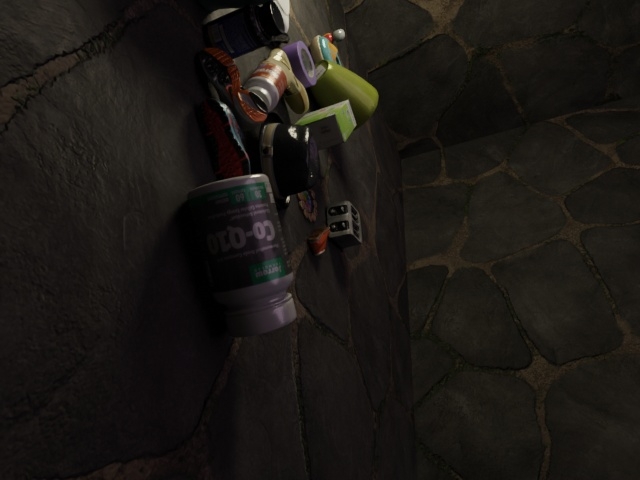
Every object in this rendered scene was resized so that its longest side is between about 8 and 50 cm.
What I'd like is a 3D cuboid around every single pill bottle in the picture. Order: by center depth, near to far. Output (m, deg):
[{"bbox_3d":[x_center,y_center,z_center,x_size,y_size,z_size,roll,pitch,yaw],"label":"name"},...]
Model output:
[{"bbox_3d":[-0.182,0.035,1.170,0.204,0.204,0.361,-23,99,-69],"label":"pill bottle"},{"bbox_3d":[-0.223,-0.624,1.429,0.123,0.219,0.122,-13,90,-70],"label":"pill bottle"},{"bbox_3d":[-0.188,-0.496,1.589,0.216,0.121,0.121,-77,148,-50],"label":"pill bottle"}]

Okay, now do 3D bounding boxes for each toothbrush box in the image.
[{"bbox_3d":[0.015,-0.467,1.987,0.283,0.206,0.122,-61,134,-60],"label":"toothbrush box"}]

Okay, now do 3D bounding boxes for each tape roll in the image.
[{"bbox_3d":[-0.090,-0.745,2.055,0.189,0.080,0.189,-12,90,-71],"label":"tape roll"}]

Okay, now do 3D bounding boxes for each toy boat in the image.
[{"bbox_3d":[0.051,-0.967,2.461,0.267,0.148,0.318,53,32,-48],"label":"toy boat"}]

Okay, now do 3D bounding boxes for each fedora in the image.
[{"bbox_3d":[-0.090,-0.273,1.618,0.334,0.153,0.334,-4,90,-75],"label":"fedora"}]

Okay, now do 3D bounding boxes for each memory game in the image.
[{"bbox_3d":[-0.052,-0.161,1.906,0.186,0.012,0.186,-12,90,-70],"label":"memory game"}]

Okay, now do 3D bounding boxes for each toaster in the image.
[{"bbox_3d":[0.106,-0.063,2.123,0.186,0.110,0.168,41,41,-58],"label":"toaster"}]

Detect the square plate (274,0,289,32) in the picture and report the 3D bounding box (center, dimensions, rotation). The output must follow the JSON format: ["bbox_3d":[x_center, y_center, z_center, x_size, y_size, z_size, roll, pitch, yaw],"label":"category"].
[{"bbox_3d":[-0.210,-1.101,1.997,0.344,0.049,0.347,42,40,-57],"label":"square plate"}]

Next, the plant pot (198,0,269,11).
[{"bbox_3d":[-0.253,-0.813,1.412,0.272,0.255,0.271,-12,90,-70],"label":"plant pot"}]

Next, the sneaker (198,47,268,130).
[{"bbox_3d":[-0.272,-0.426,1.393,0.099,0.121,0.262,-40,96,-35],"label":"sneaker"}]

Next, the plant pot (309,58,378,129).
[{"bbox_3d":[0.079,-0.704,2.268,0.293,0.275,0.274,33,46,-42],"label":"plant pot"}]

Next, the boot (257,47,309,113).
[{"bbox_3d":[-0.138,-0.568,1.799,0.203,0.095,0.262,-73,143,-54],"label":"boot"}]

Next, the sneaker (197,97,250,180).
[{"bbox_3d":[-0.242,-0.266,1.337,0.125,0.104,0.261,-43,118,-69],"label":"sneaker"}]

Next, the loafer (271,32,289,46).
[{"bbox_3d":[-0.174,-0.807,1.920,0.170,0.062,0.061,-17,116,-66],"label":"loafer"}]

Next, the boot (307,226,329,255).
[{"bbox_3d":[0.000,0.000,1.892,0.158,0.059,0.084,-48,126,-56],"label":"boot"}]
